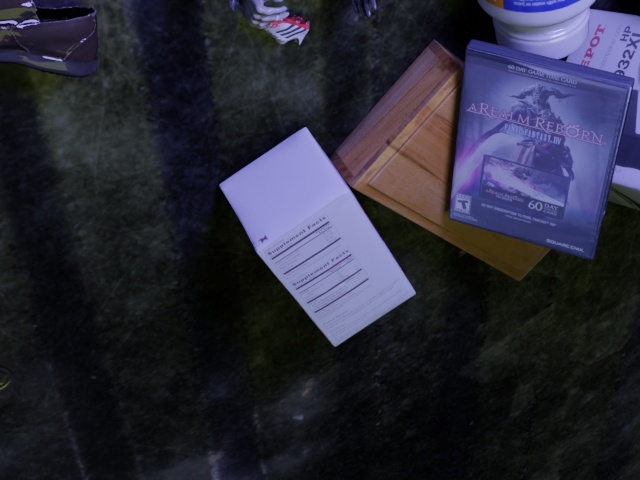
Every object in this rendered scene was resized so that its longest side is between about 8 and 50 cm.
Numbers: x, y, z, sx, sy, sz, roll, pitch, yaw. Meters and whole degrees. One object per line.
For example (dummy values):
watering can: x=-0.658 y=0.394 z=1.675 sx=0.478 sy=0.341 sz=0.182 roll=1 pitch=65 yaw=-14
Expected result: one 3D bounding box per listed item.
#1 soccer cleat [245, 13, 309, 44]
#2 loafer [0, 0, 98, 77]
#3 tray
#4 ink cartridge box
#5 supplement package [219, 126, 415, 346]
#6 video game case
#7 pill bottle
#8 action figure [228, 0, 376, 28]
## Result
soccer cleat: x=-0.049 y=-0.238 z=1.296 sx=0.083 sy=0.029 sz=0.035 roll=-1 pitch=125 yaw=-38
loafer: x=-0.313 y=-0.217 z=1.119 sx=0.220 sy=0.080 sz=0.078 roll=3 pitch=118 yaw=-41
tray: x=0.220 y=-0.092 z=1.577 sx=0.203 sy=0.076 sz=0.411 roll=-48 pitch=138 yaw=16
ink cartridge box: x=0.442 y=-0.149 z=1.445 sx=0.129 sy=0.307 sz=0.223 roll=24 pitch=89 yaw=-43
supplement package: x=0.000 y=0.000 z=1.471 sx=0.134 sy=0.139 sz=0.244 roll=-34 pitch=140 yaw=2
video game case: x=0.262 y=-0.105 z=1.415 sx=0.274 sy=0.196 sz=0.026 roll=89 pitch=25 yaw=-45
pill bottle: x=0.241 y=-0.337 z=1.295 sx=0.152 sy=0.152 sz=0.272 roll=-26 pitch=138 yaw=-9
action figure: x=-0.036 y=-0.309 z=1.155 sx=0.276 sy=0.141 sz=0.164 roll=6 pitch=137 yaw=-38
